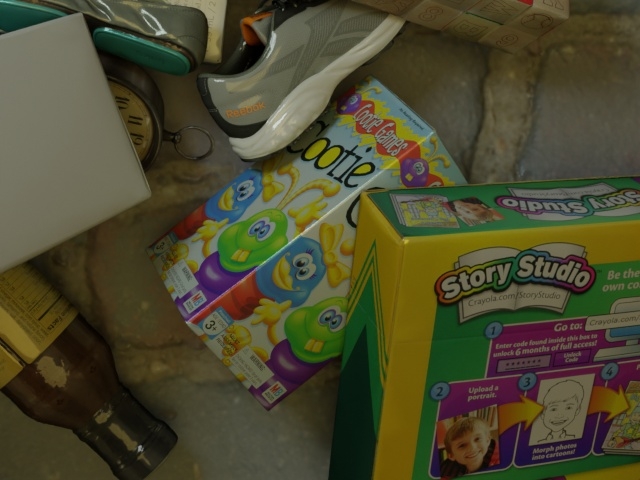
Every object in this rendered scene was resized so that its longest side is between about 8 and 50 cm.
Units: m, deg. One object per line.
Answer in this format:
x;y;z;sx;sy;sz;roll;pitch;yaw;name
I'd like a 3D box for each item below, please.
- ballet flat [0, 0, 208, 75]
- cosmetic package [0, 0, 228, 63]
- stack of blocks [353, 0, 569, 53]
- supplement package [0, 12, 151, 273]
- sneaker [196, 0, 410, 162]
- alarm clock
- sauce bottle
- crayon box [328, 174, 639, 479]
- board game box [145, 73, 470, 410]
-0.204;-0.204;1.091;0.213;0.072;0.068;15;68;-8;ballet flat
-0.203;-0.237;1.154;0.231;0.085;0.117;6;96;-8;cosmetic package
0.080;-0.297;1.099;0.297;0.087;0.171;12;69;-26;stack of blocks
-0.312;-0.052;0.985;0.177;0.293;0.175;-12;104;36;supplement package
-0.005;-0.199;1.141;0.271;0.100;0.108;-49;117;-16;sneaker
-0.194;-0.112;1.162;0.192;0.064;0.129;15;125;-10;alarm clock
-0.281;0.097;1.171;0.111;0.111;0.344;-42;99;0;sauce bottle
0.204;0.103;1.143;0.363;0.106;0.313;-4;116;-20;crayon box
0.000;0.000;1.151;0.275;0.142;0.144;-39;126;-1;board game box
